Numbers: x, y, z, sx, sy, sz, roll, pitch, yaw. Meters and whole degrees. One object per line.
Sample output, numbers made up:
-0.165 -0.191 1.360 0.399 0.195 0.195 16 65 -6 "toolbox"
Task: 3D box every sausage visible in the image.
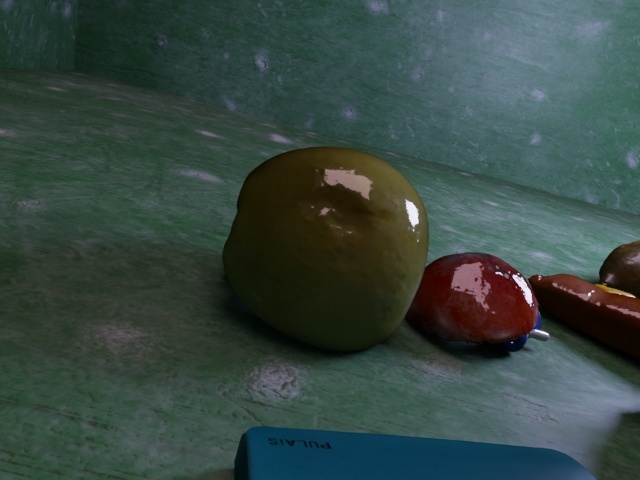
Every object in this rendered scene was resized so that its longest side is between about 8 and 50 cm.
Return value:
0.523 0.142 0.812 0.097 0.094 0.348 -12 26 -41 "sausage"

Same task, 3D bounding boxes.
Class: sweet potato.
0.772 0.066 1.121 0.369 0.158 0.158 2 23 -35 "sweet potato"

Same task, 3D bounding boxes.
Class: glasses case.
0.086 0.204 0.373 0.301 0.070 0.117 8 20 -14 "glasses case"

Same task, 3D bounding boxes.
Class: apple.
0.007 -0.016 0.666 0.257 0.233 0.295 15 18 -12 "apple"

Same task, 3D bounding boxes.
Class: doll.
0.305 0.132 0.740 0.098 0.058 0.143 33 27 20 "doll"

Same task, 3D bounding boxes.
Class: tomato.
0.219 0.072 0.714 0.173 0.099 0.189 -20 21 -37 "tomato"

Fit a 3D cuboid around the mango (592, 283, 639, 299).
0.584 0.125 0.953 0.187 0.066 0.101 4 13 -41 "mango"
